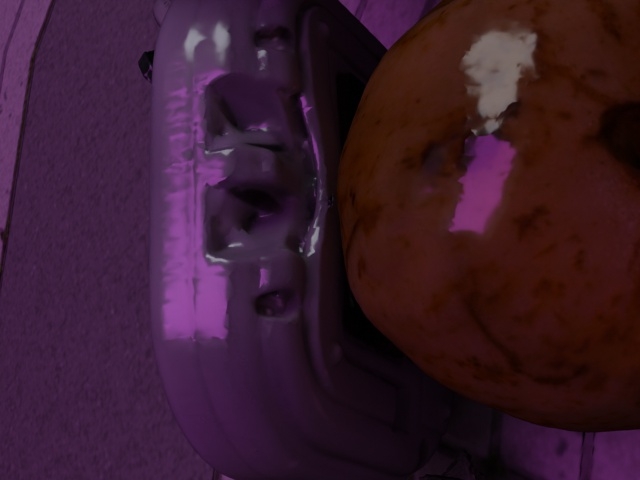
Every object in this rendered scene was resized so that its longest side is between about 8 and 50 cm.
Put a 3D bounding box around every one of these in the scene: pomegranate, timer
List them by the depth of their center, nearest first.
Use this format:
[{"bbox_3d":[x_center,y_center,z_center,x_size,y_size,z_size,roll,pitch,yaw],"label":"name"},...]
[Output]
[{"bbox_3d":[0.113,-0.019,0.610,0.215,0.215,0.215,-19,65,48],"label":"pomegranate"},{"bbox_3d":[0.000,0.000,0.718,0.087,0.237,0.262,-9,71,22],"label":"timer"}]

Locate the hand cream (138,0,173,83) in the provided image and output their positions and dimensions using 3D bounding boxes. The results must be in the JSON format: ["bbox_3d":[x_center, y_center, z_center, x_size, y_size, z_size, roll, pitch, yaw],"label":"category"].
[{"bbox_3d":[-0.016,-0.239,0.950,0.336,0.076,0.121,-52,48,20],"label":"hand cream"}]

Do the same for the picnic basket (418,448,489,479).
[{"bbox_3d":[0.072,0.147,0.699,0.065,0.083,0.083,-61,37,28],"label":"picnic basket"}]
